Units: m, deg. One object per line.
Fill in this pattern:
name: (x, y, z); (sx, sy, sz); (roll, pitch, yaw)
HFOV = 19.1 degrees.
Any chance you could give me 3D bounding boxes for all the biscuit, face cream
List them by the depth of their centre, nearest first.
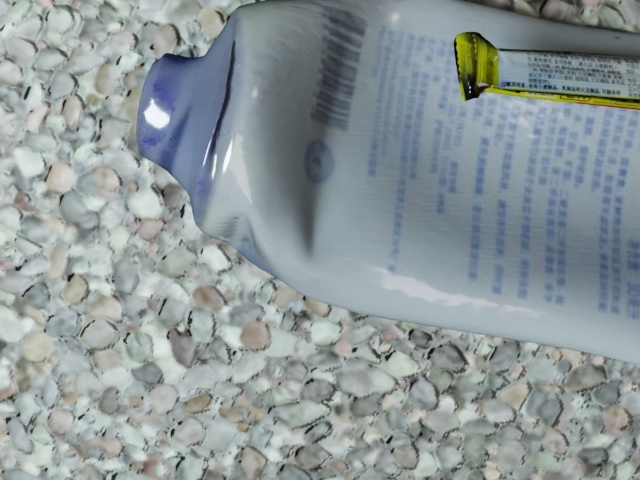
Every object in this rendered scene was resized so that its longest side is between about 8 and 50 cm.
biscuit: (0.225, -0.101, 1.228); (0.292, 0.026, 0.048); (4, 78, -17)
face cream: (0.090, -0.052, 1.236); (0.420, 0.137, 0.235); (10, 79, -4)
